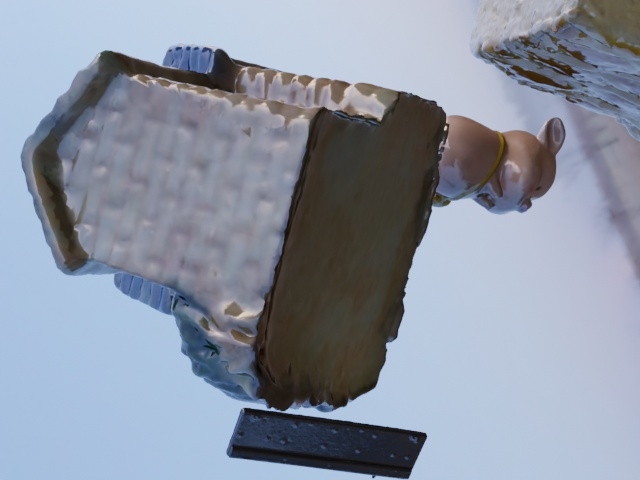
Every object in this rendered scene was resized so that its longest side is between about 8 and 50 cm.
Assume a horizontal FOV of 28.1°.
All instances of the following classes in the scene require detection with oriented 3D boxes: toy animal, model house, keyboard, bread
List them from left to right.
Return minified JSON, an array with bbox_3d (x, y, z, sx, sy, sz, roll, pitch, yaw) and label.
[{"bbox_3d":[-0.126,-0.032,1.499,0.445,0.400,0.395,-2,-70,-68],"label":"model house"},{"bbox_3d":[0.011,0.320,1.990,0.310,0.101,0.018,10,-153,-18],"label":"keyboard"},{"bbox_3d":[0.252,-0.119,2.019,0.165,0.248,0.149,153,119,-65],"label":"toy animal"},{"bbox_3d":[0.439,-0.338,1.831,0.390,0.279,0.371,20,173,-19],"label":"bread"}]
